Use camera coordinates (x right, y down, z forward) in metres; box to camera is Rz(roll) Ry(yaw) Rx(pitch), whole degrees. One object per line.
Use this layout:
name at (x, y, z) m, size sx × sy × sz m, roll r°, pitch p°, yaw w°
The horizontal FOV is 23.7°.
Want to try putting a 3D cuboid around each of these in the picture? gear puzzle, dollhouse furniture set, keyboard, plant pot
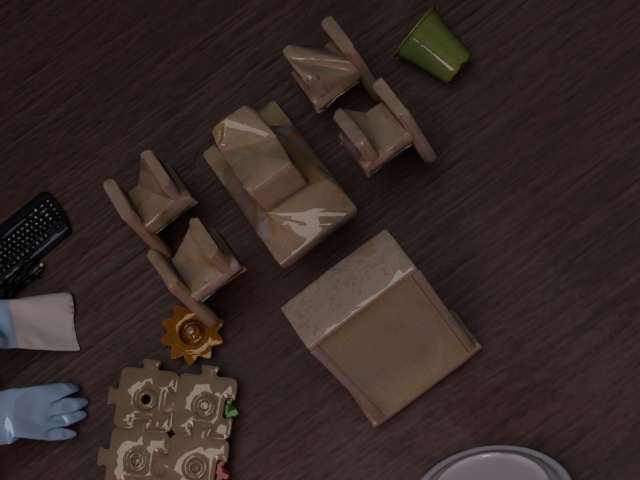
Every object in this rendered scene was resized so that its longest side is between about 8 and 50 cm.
gear puzzle at (-0.191, 0.242, 1.963) m, size 0.175 × 0.044 × 0.339 m, roll 5°, pitch 78°, yaw 12°
dollhouse furniture set at (0.000, 0.000, 1.917) m, size 0.362 × 0.256 × 0.394 m, roll -37°, pitch 55°, yaw 1°
keyboard at (-0.418, 0.023, 2.042) m, size 0.192 × 0.038 × 0.100 m, roll -40°, pitch 76°, yaw 2°
plant pot at (0.151, -0.246, 1.975) m, size 0.079 × 0.083 × 0.083 m, roll 40°, pitch 88°, yaw 3°

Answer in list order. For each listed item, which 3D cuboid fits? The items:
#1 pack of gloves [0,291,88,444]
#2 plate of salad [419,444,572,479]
pack of gloves at (-0.394, 0.164, 1.929) m, size 0.046 × 0.232 × 0.195 m, roll -24°, pitch 75°, yaw 49°
plate of salad at (0.206, 0.317, 1.827) m, size 0.199 × 0.200 × 0.048 m, roll -6°, pitch 122°, yaw 9°
